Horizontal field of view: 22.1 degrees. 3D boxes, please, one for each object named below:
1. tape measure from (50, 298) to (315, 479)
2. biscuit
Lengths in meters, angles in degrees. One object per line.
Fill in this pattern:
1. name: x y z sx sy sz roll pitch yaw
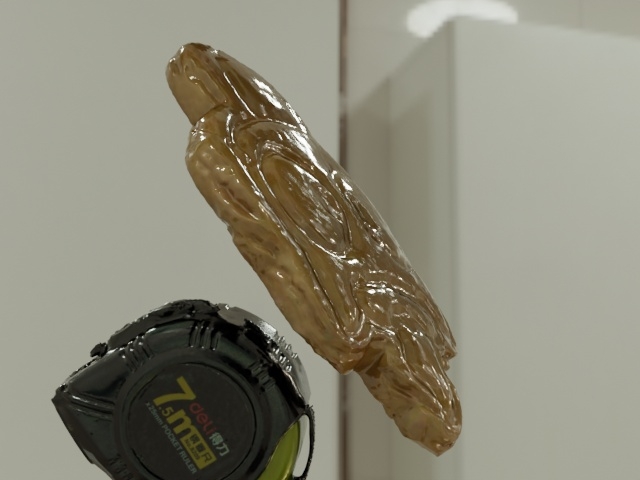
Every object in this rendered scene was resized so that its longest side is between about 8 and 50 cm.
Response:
1. tape measure: -0.094 0.144 1.317 0.186 0.199 0.112 -32 7 12
2. biscuit: 0.003 -0.003 1.236 0.051 0.376 0.269 -39 -22 17
